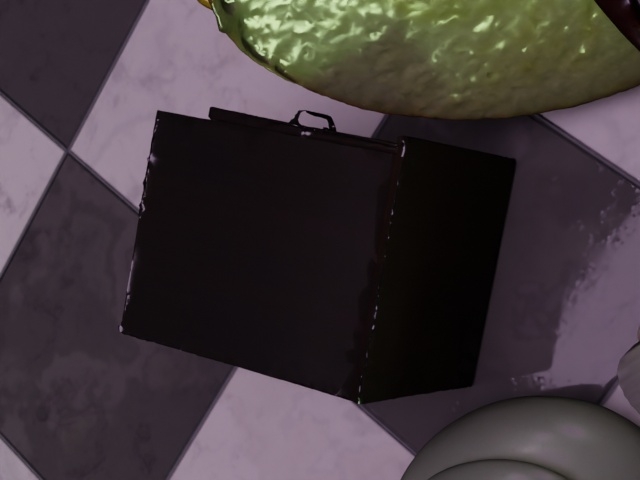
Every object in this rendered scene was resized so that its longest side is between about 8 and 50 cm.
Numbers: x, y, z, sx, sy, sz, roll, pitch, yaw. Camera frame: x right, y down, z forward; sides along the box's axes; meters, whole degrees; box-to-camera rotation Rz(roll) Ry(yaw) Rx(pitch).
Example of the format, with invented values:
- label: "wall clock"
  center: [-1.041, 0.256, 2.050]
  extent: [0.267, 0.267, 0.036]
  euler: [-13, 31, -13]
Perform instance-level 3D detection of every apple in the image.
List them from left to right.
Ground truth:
- label: "apple"
  center: [0.085, -0.197, 0.750]
  extent: [0.179, 0.346, 0.254]
  euler: [-137, 57, -66]

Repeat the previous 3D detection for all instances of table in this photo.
- label: "table"
  center: [0.000, 0.000, 0.836]
  extent: [0.193, 0.169, 0.172]
  euler: [12, 94, 31]

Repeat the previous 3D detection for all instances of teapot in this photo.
- label: "teapot"
  center: [0.179, 0.197, 0.735]
  extent: [0.318, 0.149, 0.220]
  euler: [-15, 82, 30]

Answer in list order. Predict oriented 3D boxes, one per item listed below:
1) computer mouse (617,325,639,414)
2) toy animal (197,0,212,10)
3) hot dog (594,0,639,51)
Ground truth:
- label: "computer mouse"
  center: [0.274, 0.058, 0.682]
  extent: [0.145, 0.082, 0.236]
  euler: [49, 134, 7]
- label: "toy animal"
  center: [-0.007, -0.259, 0.873]
  extent: [0.156, 0.156, 0.229]
  euler: [30, 93, 28]
- label: "hot dog"
  center: [0.236, -0.194, 0.679]
  extent: [0.107, 0.194, 0.326]
  euler: [-49, 58, 51]
